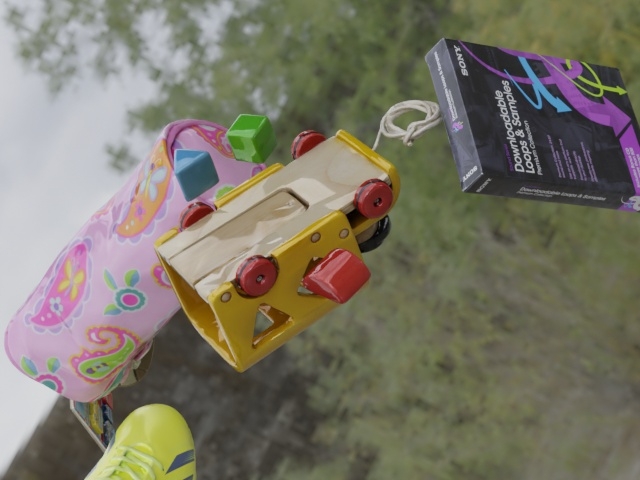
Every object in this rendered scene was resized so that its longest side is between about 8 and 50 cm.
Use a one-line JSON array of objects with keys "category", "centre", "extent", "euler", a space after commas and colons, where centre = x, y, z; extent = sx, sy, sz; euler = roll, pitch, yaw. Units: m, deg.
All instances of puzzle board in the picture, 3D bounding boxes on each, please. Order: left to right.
[{"category": "puzzle board", "centre": [-0.222, 0.136, 1.604], "extent": [0.096, 0.011, 0.128], "euler": [65, -170, -48]}]

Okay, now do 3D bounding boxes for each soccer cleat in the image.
[{"category": "soccer cleat", "centre": [-0.181, 0.236, 1.393], "extent": [0.121, 0.093, 0.289], "euler": [81, -154, -42]}]

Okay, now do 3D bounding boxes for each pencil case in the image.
[{"category": "pencil case", "centre": [-0.156, 0.024, 1.418], "extent": [0.284, 0.124, 0.124], "euler": [-47, 4, 32]}]

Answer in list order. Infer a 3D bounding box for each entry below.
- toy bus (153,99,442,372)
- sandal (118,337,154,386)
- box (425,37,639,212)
[{"category": "toy bus", "centre": [-0.012, 0.004, 1.177], "extent": [0.191, 0.202, 0.104], "euler": [-73, -28, -44]}, {"category": "sandal", "centre": [-0.202, 0.070, 1.809], "extent": [0.049, 0.072, 0.180], "euler": [28, 103, 59]}, {"category": "box", "centre": [0.158, -0.080, 1.167], "extent": [0.029, 0.162, 0.116], "euler": [-49, 46, 47]}]
